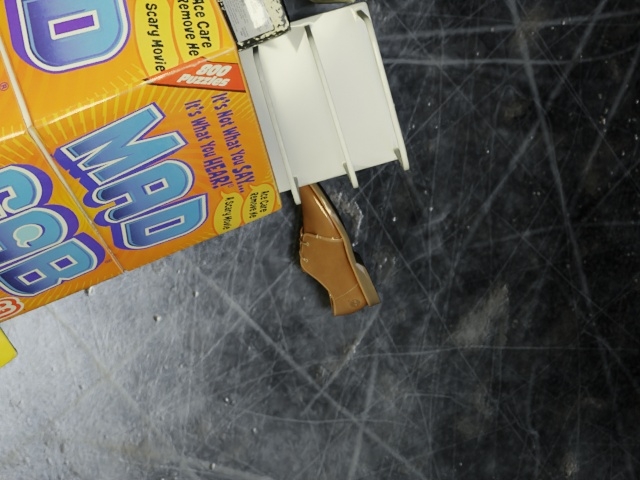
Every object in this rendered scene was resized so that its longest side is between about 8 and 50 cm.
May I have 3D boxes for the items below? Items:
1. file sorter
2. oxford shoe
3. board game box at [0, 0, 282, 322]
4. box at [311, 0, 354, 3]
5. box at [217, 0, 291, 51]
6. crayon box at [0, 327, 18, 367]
[{"bbox_3d":[-0.050,-0.139,1.606,0.277,0.173,0.193,-16,103,0],"label":"file sorter"},{"bbox_3d":[0.000,0.000,1.751,0.076,0.076,0.212,-24,101,3],"label":"oxford shoe"},{"bbox_3d":[-0.280,-0.178,1.336,0.356,0.356,0.356,-23,70,-3],"label":"board game box"},{"bbox_3d":[0.025,-0.451,1.664,0.148,0.121,0.311,27,87,-23],"label":"box"},{"bbox_3d":[-0.098,-0.302,1.510,0.077,0.147,0.180,-21,104,3],"label":"box"},{"bbox_3d":[-0.568,0.095,1.506,0.363,0.106,0.313,-35,108,-15],"label":"crayon box"}]
